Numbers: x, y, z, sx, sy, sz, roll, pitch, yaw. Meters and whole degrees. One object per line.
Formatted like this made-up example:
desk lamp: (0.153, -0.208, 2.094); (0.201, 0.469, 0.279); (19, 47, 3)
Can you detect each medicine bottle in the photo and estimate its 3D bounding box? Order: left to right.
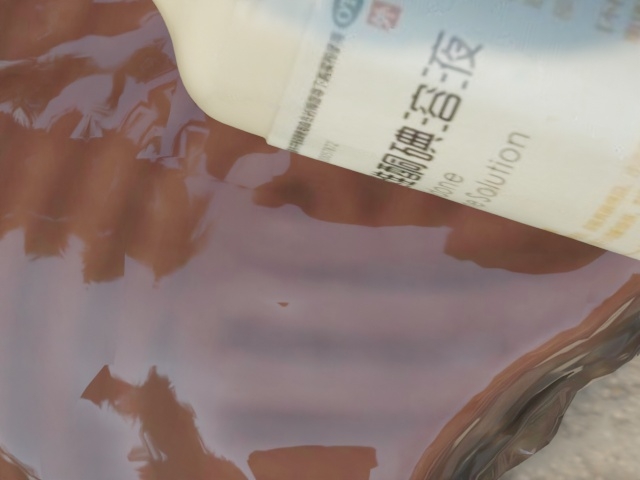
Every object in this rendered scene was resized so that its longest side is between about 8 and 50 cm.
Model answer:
medicine bottle: (0.018, -0.073, 0.390); (0.252, 0.114, 0.114); (18, 86, -4)

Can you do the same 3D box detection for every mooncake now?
mooncake: (0.000, 0.000, 0.604); (0.326, 0.174, 0.334); (-13, 78, 11)
